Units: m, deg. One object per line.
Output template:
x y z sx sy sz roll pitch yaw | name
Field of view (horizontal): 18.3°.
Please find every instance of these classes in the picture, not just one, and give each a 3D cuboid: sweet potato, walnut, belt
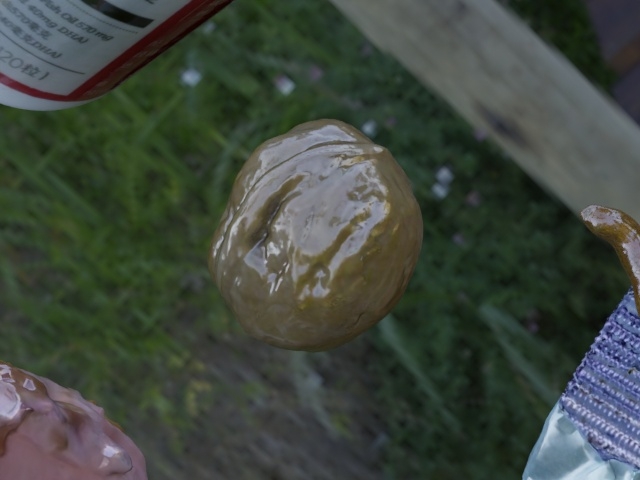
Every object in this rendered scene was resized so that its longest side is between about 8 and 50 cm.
0.215 0.048 1.175 0.044 0.179 0.044 -33 -21 -15 | sweet potato
0.000 0.000 1.399 0.166 0.149 0.166 -21 60 42 | walnut
0.261 0.154 1.660 0.260 0.122 0.325 -52 -16 -24 | belt

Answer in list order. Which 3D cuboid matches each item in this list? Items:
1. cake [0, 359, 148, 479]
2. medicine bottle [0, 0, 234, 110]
-0.314 0.190 1.264 0.293 0.314 0.307 8 72 48 | cake
-0.065 -0.155 0.804 0.250 0.131 0.131 -30 29 43 | medicine bottle
